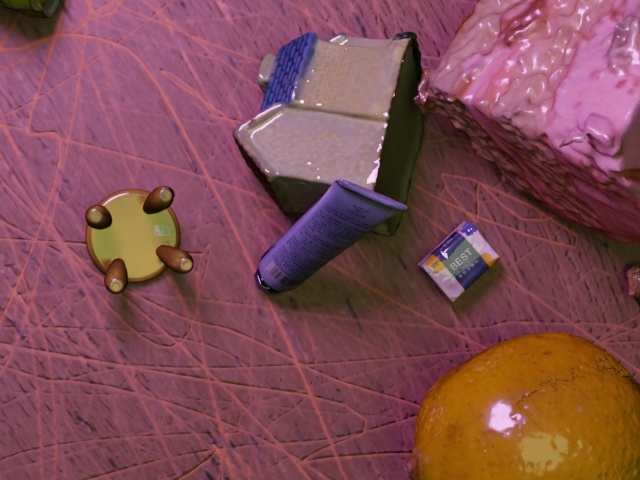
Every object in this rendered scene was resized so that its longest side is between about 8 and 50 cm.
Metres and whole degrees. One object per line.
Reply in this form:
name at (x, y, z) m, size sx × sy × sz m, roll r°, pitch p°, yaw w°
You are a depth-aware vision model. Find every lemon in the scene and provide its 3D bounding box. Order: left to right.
lemon at (0.241, 0.235, 1.802) m, size 0.310 × 0.258 × 0.258 m, roll -15°, pitch 96°, yaw -21°

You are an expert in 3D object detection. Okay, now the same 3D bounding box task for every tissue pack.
tissue pack at (0.168, 0.026, 1.886) m, size 0.083 × 0.042 × 0.062 m, roll -41°, pitch 102°, yaw -6°

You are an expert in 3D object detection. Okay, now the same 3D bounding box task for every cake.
cake at (0.343, -0.180, 1.757) m, size 0.293 × 0.307 × 0.314 m, roll 40°, pitch 79°, yaw -39°

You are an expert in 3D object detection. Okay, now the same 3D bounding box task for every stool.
stool at (-0.209, -0.002, 1.774) m, size 0.134 × 0.110 × 0.135 m, roll 29°, pitch 86°, yaw -11°

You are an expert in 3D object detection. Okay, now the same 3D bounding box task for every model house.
model house at (0.011, -0.134, 1.801) m, size 0.189 × 0.195 × 0.214 m, roll 10°, pitch 76°, yaw 12°

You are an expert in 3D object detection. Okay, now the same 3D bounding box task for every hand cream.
hand cream at (0.000, 0.000, 1.751) m, size 0.088 × 0.256 × 0.055 m, roll 25°, pitch 58°, yaw -18°

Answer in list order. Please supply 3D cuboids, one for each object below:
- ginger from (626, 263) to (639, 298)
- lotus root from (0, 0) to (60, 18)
ginger at (0.492, 0.131, 1.942) m, size 0.288 × 0.075 × 0.089 m, roll 47°, pitch 61°, yaw -5°
lotus root at (-0.372, -0.341, 1.709) m, size 0.186 × 0.186 × 0.186 m, roll -1°, pitch 93°, yaw -11°
